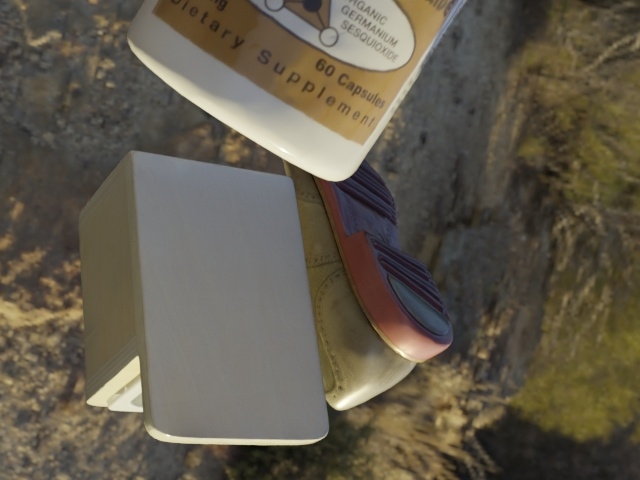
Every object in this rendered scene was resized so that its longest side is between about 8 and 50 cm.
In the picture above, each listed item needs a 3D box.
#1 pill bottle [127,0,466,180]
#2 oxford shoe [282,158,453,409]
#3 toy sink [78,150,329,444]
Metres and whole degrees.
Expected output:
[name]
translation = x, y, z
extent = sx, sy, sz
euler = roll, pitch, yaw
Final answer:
[pill bottle]
translation = 0.020, -0.156, 0.522
extent = 0.229, 0.131, 0.131
euler = -57, 159, 9
[oxford shoe]
translation = 0.000, 0.000, 1.010
extent = 0.123, 0.348, 0.130
euler = 32, 114, -34
[toy sink]
translation = -0.102, 0.067, 0.895
extent = 0.152, 0.131, 0.234
euler = 7, 60, -32
